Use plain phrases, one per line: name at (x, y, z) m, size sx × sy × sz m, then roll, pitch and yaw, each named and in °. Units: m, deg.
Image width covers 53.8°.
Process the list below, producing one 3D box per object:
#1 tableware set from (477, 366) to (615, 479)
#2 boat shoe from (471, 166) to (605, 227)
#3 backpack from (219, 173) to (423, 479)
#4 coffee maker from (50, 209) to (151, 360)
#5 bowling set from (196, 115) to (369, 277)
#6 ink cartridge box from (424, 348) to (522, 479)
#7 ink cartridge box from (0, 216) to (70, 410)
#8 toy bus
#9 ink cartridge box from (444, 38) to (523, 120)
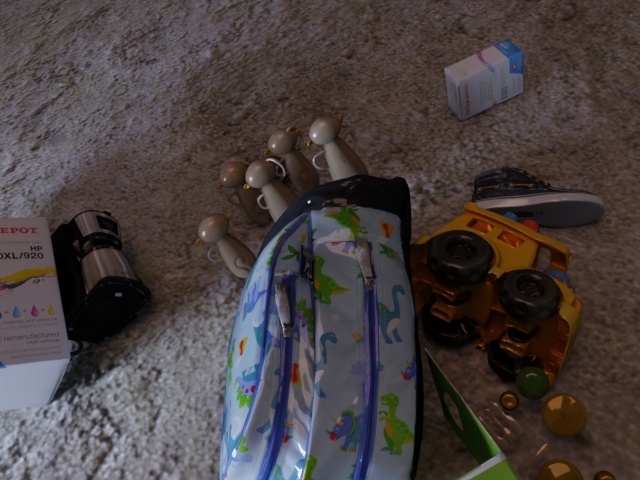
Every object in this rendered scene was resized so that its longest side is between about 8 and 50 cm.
tableware set at (0.262, 0.224, 0.709) m, size 0.104 × 0.024 × 0.154 m, roll -45°, pitch 69°, yaw 4°
boat shoe at (0.311, -0.069, 0.918) m, size 0.183 × 0.065 × 0.083 m, roll -1°, pitch 54°, yaw 18°
backpack at (0.002, 0.139, 0.724) m, size 0.273 × 0.290 × 0.355 m, roll -2°, pitch 61°, yaw -24°
coffee maker at (-0.374, 0.062, 0.998) m, size 0.171 × 0.120 × 0.178 m, roll -32°, pitch 50°, yaw -6°
bowling set at (-0.088, -0.099, 0.999) m, size 0.287 × 0.154 × 0.200 m, roll -37°, pitch 42°, yaw -4°
ink cartridge box at (0.149, 0.266, 0.629) m, size 0.097 × 0.189 × 0.255 m, roll -30°, pitch 49°, yaw -5°
ink cartridge box at (-0.471, 0.105, 0.892) m, size 0.171 × 0.168 × 0.233 m, roll -1°, pitch 57°, yaw -35°
toy bus at (0.247, 0.047, 0.814) m, size 0.220 × 0.149 × 0.211 m, roll 29°, pitch 50°, yaw 31°
ink cartridge box at (0.277, -0.271, 1.071) m, size 0.122 × 0.088 × 0.052 m, roll -26°, pitch 50°, yaw -3°
